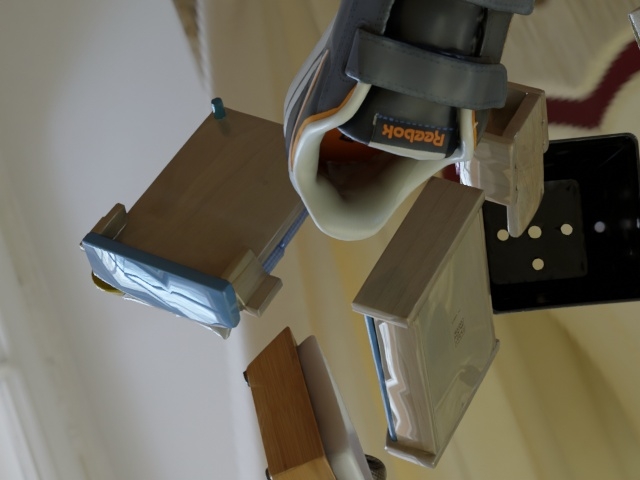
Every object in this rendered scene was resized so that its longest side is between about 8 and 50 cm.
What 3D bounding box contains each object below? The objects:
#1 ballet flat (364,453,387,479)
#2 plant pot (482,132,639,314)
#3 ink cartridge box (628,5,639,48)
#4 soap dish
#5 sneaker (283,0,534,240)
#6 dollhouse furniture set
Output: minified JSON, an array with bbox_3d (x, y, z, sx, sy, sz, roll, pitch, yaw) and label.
[{"bbox_3d":[-0.025,0.359,2.092,0.250,0.058,0.084,-12,-176,-8],"label":"ballet flat"},{"bbox_3d":[0.262,-0.014,1.655,0.188,0.187,0.167,-5,177,-4],"label":"plant pot"},{"bbox_3d":[0.477,-0.275,1.710,0.154,0.093,0.212,-20,-171,32],"label":"ink cartridge box"},{"bbox_3d":[-0.007,0.289,1.939,0.118,0.291,0.229,-21,123,2],"label":"soap dish"},{"bbox_3d":[0.067,-0.134,0.891,0.126,0.127,0.321,10,132,-16],"label":"sneaker"},{"bbox_3d":[0.000,0.000,1.208,0.286,0.303,0.198,-56,151,-33],"label":"dollhouse furniture set"}]
